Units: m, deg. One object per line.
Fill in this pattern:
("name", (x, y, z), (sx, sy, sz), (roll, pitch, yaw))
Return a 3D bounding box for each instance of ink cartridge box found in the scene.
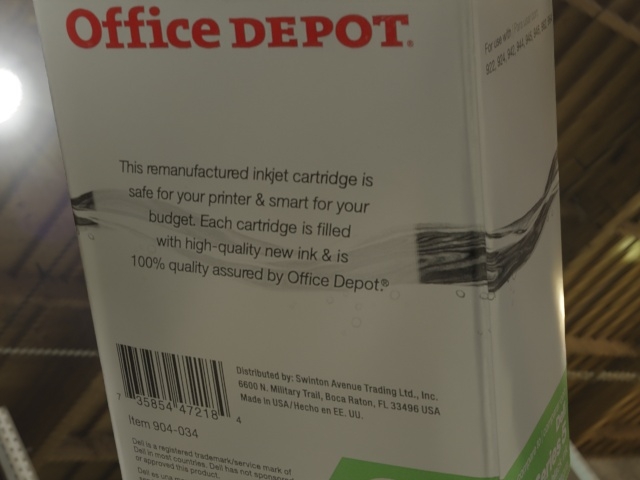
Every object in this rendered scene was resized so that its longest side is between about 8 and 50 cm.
("ink cartridge box", (0.000, 0.000, 0.514), (0.115, 0.198, 0.273), (-38, -52, -55))
